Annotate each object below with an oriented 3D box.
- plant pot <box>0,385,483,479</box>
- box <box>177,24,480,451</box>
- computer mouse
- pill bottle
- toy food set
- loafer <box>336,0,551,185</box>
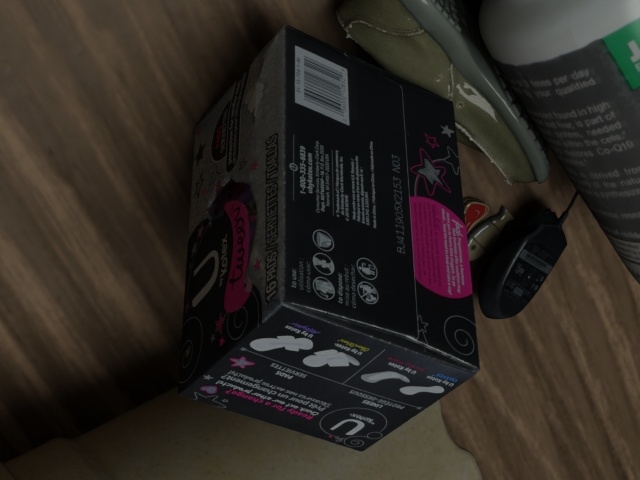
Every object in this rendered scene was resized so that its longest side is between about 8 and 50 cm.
[{"bbox_3d":[-0.048,0.227,1.083,0.305,0.334,0.334,-34,127,-19],"label":"plant pot"},{"bbox_3d":[0.000,0.000,0.973,0.163,0.247,0.142,21,137,-26],"label":"box"},{"bbox_3d":[0.210,-0.036,1.213,0.242,0.041,0.071,-56,142,2],"label":"computer mouse"},{"bbox_3d":[0.248,-0.144,1.034,0.204,0.204,0.361,-38,112,-2],"label":"pill bottle"},{"bbox_3d":[0.114,0.011,1.198,0.078,0.019,0.122,33,99,-35],"label":"toy food set"},{"bbox_3d":[0.102,-0.131,1.084,0.087,0.094,0.251,-26,125,25],"label":"loafer"}]
